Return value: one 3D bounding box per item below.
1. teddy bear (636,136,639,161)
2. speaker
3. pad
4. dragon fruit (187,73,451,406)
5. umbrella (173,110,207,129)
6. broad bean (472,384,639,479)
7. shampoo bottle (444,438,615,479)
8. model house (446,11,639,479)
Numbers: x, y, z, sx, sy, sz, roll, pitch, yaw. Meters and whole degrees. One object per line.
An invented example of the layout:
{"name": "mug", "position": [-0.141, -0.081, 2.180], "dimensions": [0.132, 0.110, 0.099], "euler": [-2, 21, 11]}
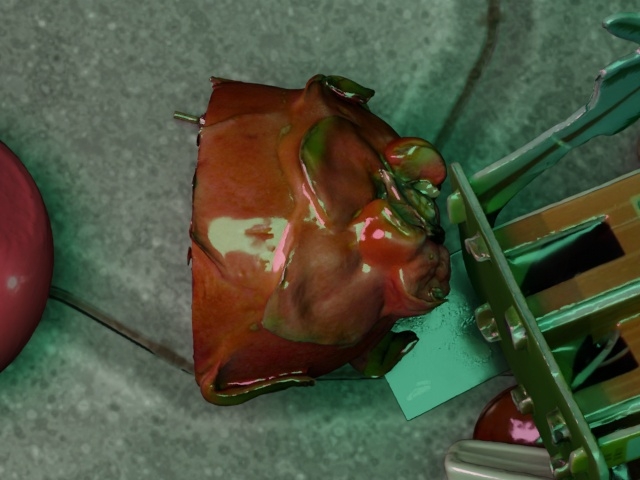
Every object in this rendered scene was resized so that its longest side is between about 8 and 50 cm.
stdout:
{"name": "teddy bear", "position": [0.448, -0.028, 1.520], "dimensions": [0.267, 0.156, 0.256], "euler": [-7, 75, -6]}
{"name": "speaker", "position": [-0.404, 0.019, 1.554], "dimensions": [0.294, 0.294, 0.294], "euler": [0, 85, 2]}
{"name": "pad", "position": [0.140, 0.077, 1.617], "dimensions": [0.190, 0.004, 0.127], "euler": [-27, 85, -1]}
{"name": "dragon fruit", "position": [0.000, 0.000, 1.483], "dimensions": [0.225, 0.305, 0.305], "euler": [1, 85, 0]}
{"name": "umbrella", "position": [-0.064, -0.102, 1.628], "dimensions": [0.165, 0.025, 0.027], "euler": [17, 67, 0]}
{"name": "broad bean", "position": [0.253, 0.214, 1.543], "dimensions": [0.228, 0.122, 0.156], "euler": [32, 92, 7]}
{"name": "shampoo bottle", "position": [0.190, 0.321, 1.504], "dimensions": [0.153, 0.071, 0.284], "euler": [4, 113, 15]}
{"name": "model house", "position": [0.295, 0.011, 1.318], "dimensions": [0.323, 0.340, 0.300], "euler": [-22, 59, -4]}
